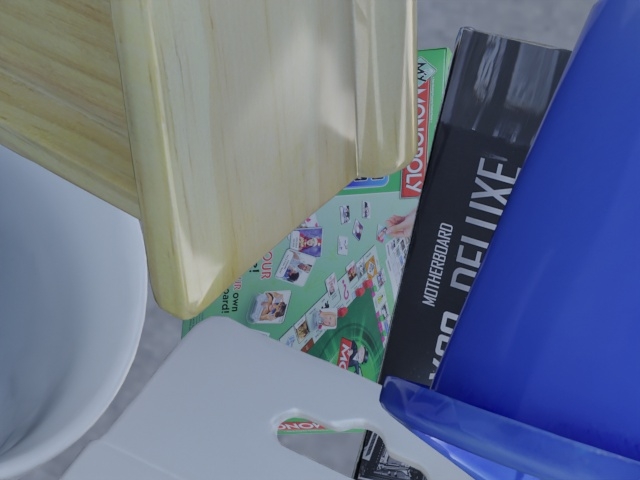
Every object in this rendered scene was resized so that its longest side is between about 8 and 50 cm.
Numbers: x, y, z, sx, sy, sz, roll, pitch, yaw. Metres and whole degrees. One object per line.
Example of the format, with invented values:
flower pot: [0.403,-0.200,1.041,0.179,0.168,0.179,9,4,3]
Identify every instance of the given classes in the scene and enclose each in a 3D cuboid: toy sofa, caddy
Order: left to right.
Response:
toy sofa: [-0.123,-0.139,0.696,0.177,0.362,0.150,-41,145,-35]
caddy: [0.187,0.062,0.554,0.241,0.341,0.179,23,84,-72]

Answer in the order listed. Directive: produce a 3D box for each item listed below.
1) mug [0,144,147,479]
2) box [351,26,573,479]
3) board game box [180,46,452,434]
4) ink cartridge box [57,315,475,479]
mug: [-0.323,0.093,1.261,0.276,0.328,0.374,37,58,-15]
box: [0.163,0.027,1.052,0.307,0.076,0.243,3,102,-50]
board game box: [0.000,0.000,1.592,0.046,0.213,0.317,57,34,-61]
ink cartridge box: [-0.056,0.216,0.739,0.353,0.207,0.119,-52,149,-27]
